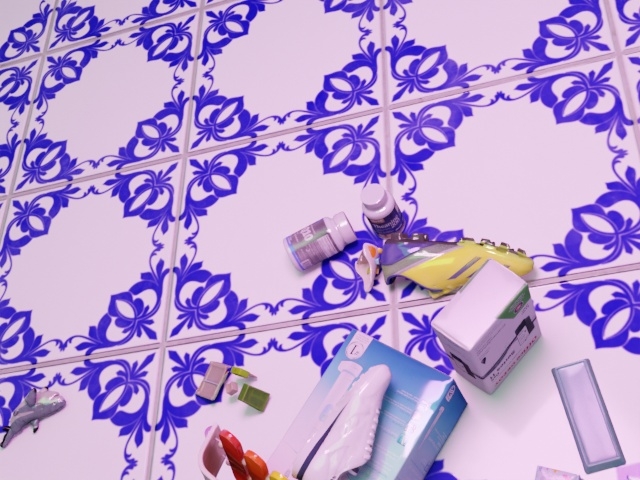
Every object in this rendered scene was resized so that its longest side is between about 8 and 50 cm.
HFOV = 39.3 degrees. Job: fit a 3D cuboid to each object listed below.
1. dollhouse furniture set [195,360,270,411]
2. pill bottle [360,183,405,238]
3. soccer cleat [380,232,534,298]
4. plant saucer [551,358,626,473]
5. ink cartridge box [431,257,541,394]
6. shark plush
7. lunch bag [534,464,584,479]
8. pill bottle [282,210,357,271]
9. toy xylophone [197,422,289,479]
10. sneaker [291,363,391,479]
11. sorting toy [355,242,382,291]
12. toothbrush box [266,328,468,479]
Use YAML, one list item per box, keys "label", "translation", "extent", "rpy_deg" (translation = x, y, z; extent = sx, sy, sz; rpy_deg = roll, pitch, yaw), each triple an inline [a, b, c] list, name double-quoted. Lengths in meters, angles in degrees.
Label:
- label: "dollhouse furniture set"
  translation: [-0.168, 0.286, 1.740]
  extent: [0.152, 0.059, 0.076]
  rpy_deg: [5, 68, 48]
- label: "pill bottle"
  translation: [0.121, -0.059, 1.774]
  extent: [0.067, 0.120, 0.067]
  rpy_deg: [-12, 55, 17]
- label: "soccer cleat"
  translation: [0.253, 0.052, 1.683]
  extent: [0.289, 0.093, 0.121]
  rpy_deg: [6, 92, 22]
- label: "plant saucer"
  translation: [0.438, 0.284, 1.477]
  extent: [0.067, 0.018, 0.192]
  rpy_deg: [-19, 54, 12]
- label: "ink cartridge box"
  translation: [0.285, 0.150, 1.512]
  extent: [0.087, 0.208, 0.153]
  rpy_deg: [36, 79, 33]
- label: "shark plush"
  translation: [-0.607, 0.369, 1.862]
  extent: [0.161, 0.073, 0.067]
  rpy_deg: [-43, 82, -13]
- label: "lunch bag"
  translation: [0.370, 0.404, 1.408]
  extent: [0.071, 0.053, 0.083]
  rpy_deg: [8, 72, 29]
- label: "pill bottle"
  translation: [0.000, 0.000, 1.816]
  extent: [0.137, 0.078, 0.078]
  rpy_deg: [-28, 52, 5]
- label: "toy xylophone"
  translation: [-0.074, 0.435, 1.452]
  extent: [0.323, 0.236, 0.081]
  rpy_deg: [33, 62, 17]
- label: "sneaker"
  translation: [0.054, 0.307, 1.442]
  extent: [0.095, 0.090, 0.235]
  rpy_deg: [32, 78, 19]
- label: "sorting toy"
  translation: [0.096, 0.058, 1.747]
  extent: [0.045, 0.083, 0.075]
  rpy_deg: [7, 62, -7]
- label: "toothbrush box"
  translation: [0.079, 0.334, 1.533]
  extent: [0.216, 0.126, 0.295]
  rpy_deg: [23, 70, 32]
